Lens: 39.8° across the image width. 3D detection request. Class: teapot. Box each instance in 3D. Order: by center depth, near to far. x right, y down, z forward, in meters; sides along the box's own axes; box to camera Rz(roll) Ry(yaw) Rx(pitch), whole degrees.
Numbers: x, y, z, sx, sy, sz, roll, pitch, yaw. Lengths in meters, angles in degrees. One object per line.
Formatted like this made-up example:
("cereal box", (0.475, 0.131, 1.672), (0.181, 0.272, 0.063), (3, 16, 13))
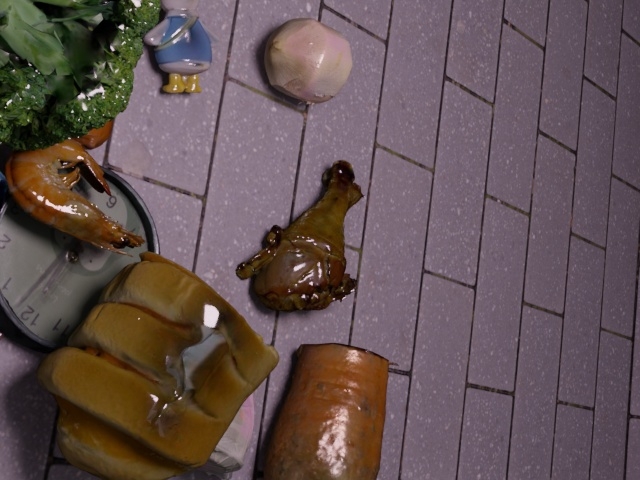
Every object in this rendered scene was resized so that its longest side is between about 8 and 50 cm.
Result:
("teapot", (-0.174, 0.321, 1.575), (0.221, 0.163, 0.178), (43, 54, -36))

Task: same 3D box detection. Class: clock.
("clock", (-0.403, 0.027, 1.431), (0.319, 0.066, 0.318), (2, 87, -45))

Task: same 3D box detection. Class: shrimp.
("shrimp", (-0.376, -0.065, 1.375), (0.248, 0.068, 0.150), (46, 54, -26))

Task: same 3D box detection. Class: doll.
("doll", (-0.250, -0.387, 1.588), (0.135, 0.099, 0.240), (-6, 91, -6))

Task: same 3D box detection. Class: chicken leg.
("chicken leg", (0.008, 0.013, 1.791), (0.361, 0.140, 0.211), (-47, 111, -32))

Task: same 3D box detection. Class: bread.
("bread", (-0.252, 0.208, 1.351), (0.300, 0.210, 0.341), (48, 59, -11))

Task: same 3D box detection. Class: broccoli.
("broccoli", (-0.417, -0.304, 1.259), (0.413, 0.321, 0.310), (-35, 125, -5))

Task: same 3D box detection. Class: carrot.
("carrot", (0.017, 0.374, 1.722), (0.224, 0.224, 0.340), (32, 62, -39))

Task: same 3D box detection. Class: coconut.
("coconut", (-0.033, -0.357, 1.760), (0.183, 0.171, 0.170), (3, 86, -48))

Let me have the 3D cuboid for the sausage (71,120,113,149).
("sausage", (-0.386, -0.268, 1.450), (0.098, 0.098, 0.238), (3, 84, -45))

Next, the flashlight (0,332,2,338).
("flashlight", (-0.523, 0.172, 1.324), (0.110, 0.031, 0.052), (-44, 117, -37))

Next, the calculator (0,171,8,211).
("calculator", (-0.551, 0.003, 1.244), (0.173, 0.051, 0.292), (14, 75, -9))
